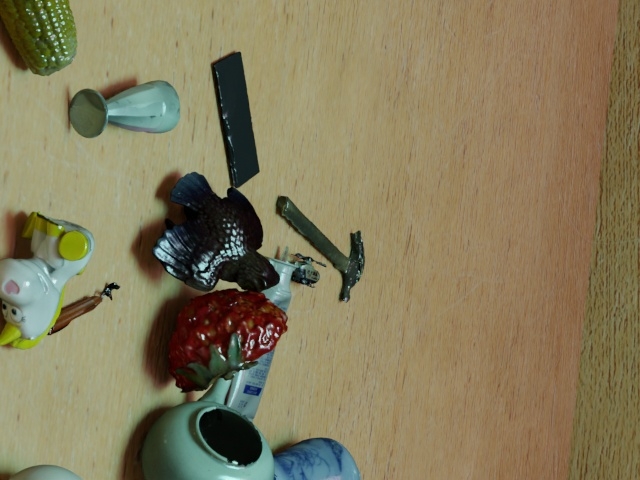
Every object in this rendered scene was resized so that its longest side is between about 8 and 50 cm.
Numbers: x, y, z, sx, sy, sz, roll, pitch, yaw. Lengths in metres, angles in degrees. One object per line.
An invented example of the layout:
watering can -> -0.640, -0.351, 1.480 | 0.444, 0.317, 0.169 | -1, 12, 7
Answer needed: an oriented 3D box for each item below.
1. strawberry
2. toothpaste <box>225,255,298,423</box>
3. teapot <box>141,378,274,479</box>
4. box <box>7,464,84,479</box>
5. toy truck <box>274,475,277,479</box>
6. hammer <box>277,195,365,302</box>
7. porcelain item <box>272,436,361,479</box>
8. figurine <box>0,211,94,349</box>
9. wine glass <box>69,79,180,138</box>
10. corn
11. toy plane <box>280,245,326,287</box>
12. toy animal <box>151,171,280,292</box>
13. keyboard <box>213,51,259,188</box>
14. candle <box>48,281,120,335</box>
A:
strawberry -> -0.144, 0.115, 2.138 | 0.111, 0.190, 0.236 | 57, 15, -13
toothpaste -> -0.097, 0.158, 2.316 | 0.096, 0.061, 0.266 | 21, 83, -61
teapot -> -0.152, 0.309, 2.086 | 0.193, 0.129, 0.294 | 21, 34, -20
box -> -0.328, 0.465, 1.856 | 0.349, 0.141, 0.289 | 60, 43, -44
toy truck -> -0.126, 0.429, 2.174 | 0.208, 0.126, 0.113 | -16, 112, -35
hammer -> 0.001, 0.000, 2.481 | 0.297, 0.027, 0.125 | 41, 60, -54
porcelain item -> -0.033, 0.388, 2.379 | 0.259, 0.141, 0.141 | 5, 90, -53
figurine -> -0.344, 0.053, 1.826 | 0.178, 0.109, 0.130 | -58, 152, -22
wine glass -> -0.258, -0.170, 1.959 | 0.155, 0.073, 0.073 | -15, 108, -55
corn -> -0.360, -0.334, 1.735 | 0.097, 0.097, 0.320 | -56, 142, -40
toy plane -> -0.031, 0.045, 2.416 | 0.120, 0.031, 0.049 | 23, 86, -54
toy animal -> -0.135, -0.004, 2.093 | 0.218, 0.179, 0.116 | -37, 150, -52
keyboard -> -0.127, -0.182, 2.242 | 0.074, 0.015, 0.197 | -44, 131, -55
candle -> -0.316, 0.091, 1.940 | 0.167, 0.021, 0.026 | -30, 91, -54
